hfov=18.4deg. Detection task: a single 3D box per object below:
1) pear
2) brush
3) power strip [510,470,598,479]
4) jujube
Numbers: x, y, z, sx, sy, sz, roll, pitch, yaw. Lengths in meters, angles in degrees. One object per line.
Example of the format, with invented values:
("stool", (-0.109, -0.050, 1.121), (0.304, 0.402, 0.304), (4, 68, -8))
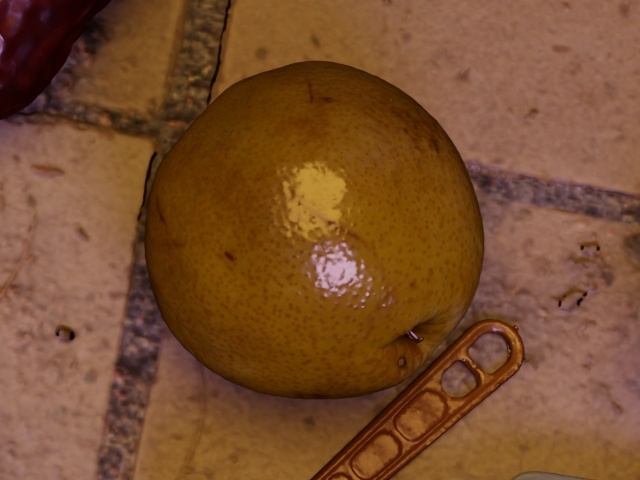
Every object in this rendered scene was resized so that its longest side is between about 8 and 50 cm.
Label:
("pear", (0.000, 0.000, 1.213), (0.209, 0.209, 0.209), (2, 70, -5))
("brush", (0.015, 0.153, 1.256), (0.314, 0.017, 0.090), (-40, 82, -18))
("power strip", (0.273, 0.216, 1.234), (0.385, 0.062, 0.091), (10, 70, -3))
("jujube", (-0.198, -0.188, 1.285), (0.155, 0.155, 0.230), (27, 73, 4))
